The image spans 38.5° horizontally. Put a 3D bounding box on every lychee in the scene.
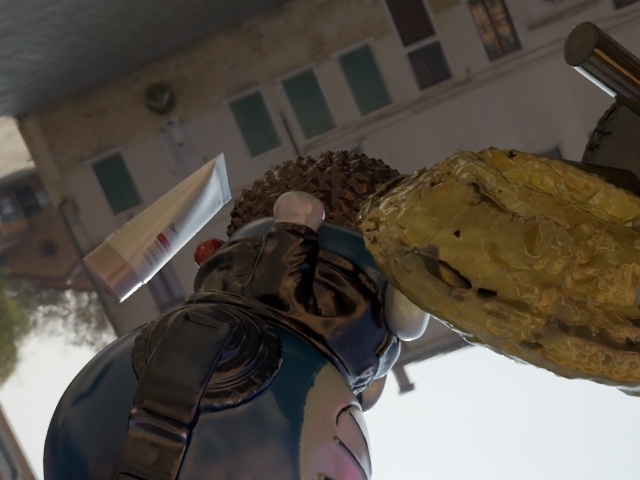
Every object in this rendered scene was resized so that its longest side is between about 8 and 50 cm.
[{"bbox_3d":[0.000,0.000,1.234,0.267,0.267,0.267,-23,-172,3],"label":"lychee"}]

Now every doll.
[{"bbox_3d":[-0.060,0.134,0.670,0.240,0.284,0.310,14,-128,13],"label":"doll"}]

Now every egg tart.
[{"bbox_3d":[0.158,0.002,0.605,0.279,0.095,0.279,15,-158,-6],"label":"egg tart"}]

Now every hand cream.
[{"bbox_3d":[-0.224,-0.018,1.331,0.248,0.083,0.133,-42,162,-17],"label":"hand cream"}]

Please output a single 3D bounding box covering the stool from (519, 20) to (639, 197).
[{"bbox_3d":[0.334,-0.082,0.938,0.178,0.272,0.272,15,168,-27],"label":"stool"}]
